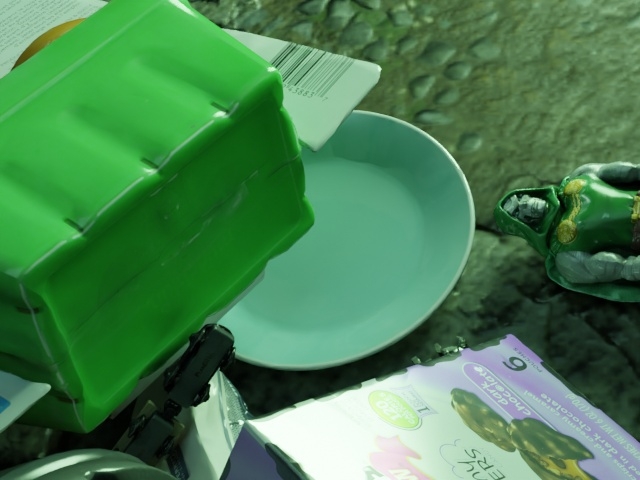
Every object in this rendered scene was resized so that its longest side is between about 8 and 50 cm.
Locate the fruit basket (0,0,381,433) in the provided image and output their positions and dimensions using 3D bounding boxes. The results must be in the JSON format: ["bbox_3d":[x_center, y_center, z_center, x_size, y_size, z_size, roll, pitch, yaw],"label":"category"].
[{"bbox_3d":[-0.191,-0.035,0.772,0.353,0.165,0.327,14,46,40],"label":"fruit basket"}]

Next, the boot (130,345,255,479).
[{"bbox_3d":[-0.045,0.126,0.709,0.069,0.086,0.190,-51,26,16],"label":"boot"}]

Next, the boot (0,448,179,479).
[{"bbox_3d":[-0.313,0.176,0.554,0.445,0.146,0.367,11,43,40],"label":"boot"}]

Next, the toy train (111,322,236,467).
[{"bbox_3d":[-0.093,0.107,0.677,0.027,0.036,0.158,35,94,-8],"label":"toy train"}]

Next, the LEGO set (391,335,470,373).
[{"bbox_3d":[0.063,0.084,0.729,0.054,0.023,0.083,-4,55,12],"label":"LEGO set"}]

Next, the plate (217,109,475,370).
[{"bbox_3d":[0.000,0.000,0.805,0.188,0.024,0.188,-7,53,10],"label":"plate"}]

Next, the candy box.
[{"bbox_3d":[0.073,0.133,0.590,0.196,0.070,0.165,-11,44,-47],"label":"candy box"}]

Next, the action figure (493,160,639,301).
[{"bbox_3d":[0.210,-0.008,0.737,0.232,0.063,0.137,2,59,20],"label":"action figure"}]
